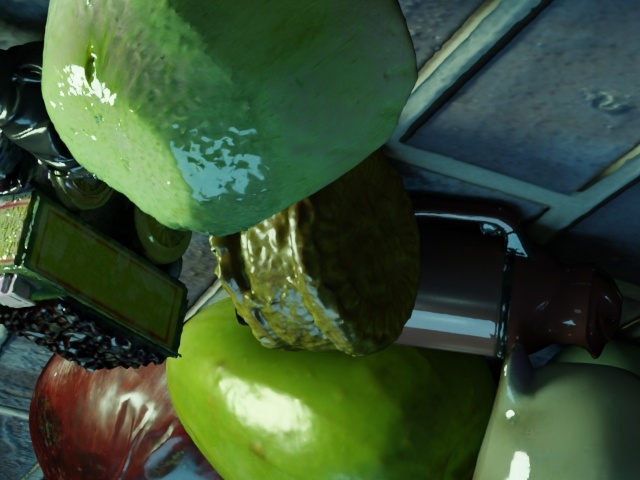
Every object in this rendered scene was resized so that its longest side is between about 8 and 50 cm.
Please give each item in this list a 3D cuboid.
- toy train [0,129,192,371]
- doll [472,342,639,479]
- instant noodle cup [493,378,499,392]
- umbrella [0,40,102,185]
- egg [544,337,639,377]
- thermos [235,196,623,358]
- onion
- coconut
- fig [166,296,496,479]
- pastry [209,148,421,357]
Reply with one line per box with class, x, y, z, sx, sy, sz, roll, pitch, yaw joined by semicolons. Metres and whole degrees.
toy train;-0.214;0.002;1.451;0.134;0.177;0.261;-6;153;35
doll;0.306;0.231;1.474;0.370;0.215;0.226;19;-176;3
instant noodle cup;0.177;0.270;1.851;0.200;0.264;0.264;36;148;-31
umbrella;-0.232;-0.112;1.287;0.272;0.122;0.110;17;-159;-24
egg;0.278;0.172;1.670;0.149;0.149;0.192;8;164;7
thermos;0.099;0.028;1.487;0.330;0.136;0.109;7;-175;9
onion;-0.191;0.259;1.894;0.348;0.285;0.347;22;144;17
coconut;-0.052;-0.123;1.050;0.236;0.236;0.204;-14;114;47
fig;0.003;0.164;1.661;0.326;0.258;0.258;19;161;18
pastry;0.000;0.000;1.346;0.103;0.188;0.189;-7;152;31
